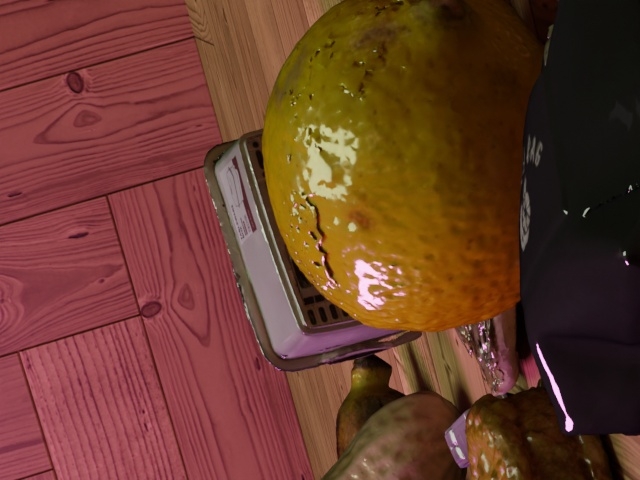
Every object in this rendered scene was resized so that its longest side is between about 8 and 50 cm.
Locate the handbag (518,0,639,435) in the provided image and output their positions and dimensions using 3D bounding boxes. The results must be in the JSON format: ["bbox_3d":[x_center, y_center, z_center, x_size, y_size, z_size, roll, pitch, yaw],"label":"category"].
[{"bbox_3d":[0.193,-0.060,1.218,0.342,0.152,0.288,93,171,-64],"label":"handbag"}]

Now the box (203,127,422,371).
[{"bbox_3d":[0.000,0.000,2.266,0.166,0.220,0.290,132,123,-65],"label":"box"}]

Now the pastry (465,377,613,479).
[{"bbox_3d":[0.201,0.219,1.770,0.189,0.103,0.189,164,90,-81],"label":"pastry"}]

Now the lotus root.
[{"bbox_3d":[0.092,0.291,2.464,0.169,0.141,0.314,89,162,-71],"label":"lotus root"}]

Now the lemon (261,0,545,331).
[{"bbox_3d":[0.081,-0.070,1.514,0.310,0.258,0.258,85,165,-48],"label":"lemon"}]

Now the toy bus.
[{"bbox_3d":[0.174,0.198,2.016,0.172,0.072,0.057,108,140,-76],"label":"toy bus"}]

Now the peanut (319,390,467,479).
[{"bbox_3d":[0.063,0.318,2.255,0.152,0.313,0.152,41,180,0],"label":"peanut"}]

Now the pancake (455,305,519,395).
[{"bbox_3d":[0.144,0.018,1.932,0.282,0.049,0.282,164,90,-82],"label":"pancake"}]
